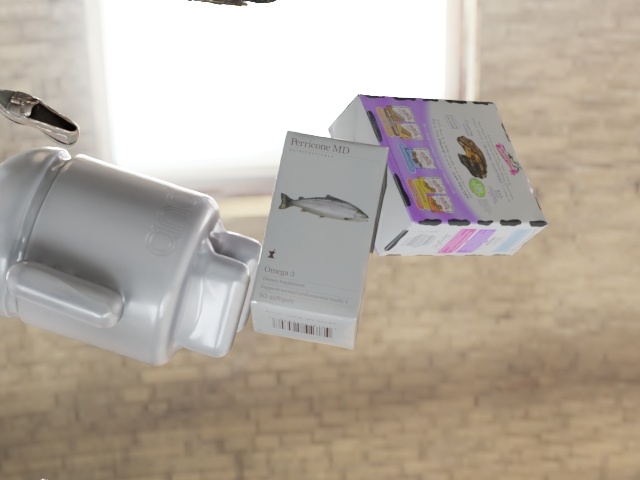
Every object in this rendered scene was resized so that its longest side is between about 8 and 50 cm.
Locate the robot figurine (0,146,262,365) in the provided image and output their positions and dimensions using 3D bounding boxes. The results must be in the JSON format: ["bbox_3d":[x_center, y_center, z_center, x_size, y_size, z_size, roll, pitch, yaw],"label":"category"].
[{"bbox_3d":[-0.246,0.015,2.013,0.354,0.199,0.300,17,-162,4],"label":"robot figurine"}]

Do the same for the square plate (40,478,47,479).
[{"bbox_3d":[-0.411,0.423,1.771,0.347,0.049,0.344,-27,-148,41],"label":"square plate"}]

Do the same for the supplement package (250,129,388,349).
[{"bbox_3d":[0.000,0.000,1.743,0.105,0.105,0.179,9,-109,4],"label":"supplement package"}]

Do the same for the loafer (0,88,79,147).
[{"bbox_3d":[-0.375,-0.169,2.390,0.125,0.039,0.045,29,-118,-8],"label":"loafer"}]

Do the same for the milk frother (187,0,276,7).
[{"bbox_3d":[-0.094,-0.322,1.939,0.143,0.134,0.129,9,-176,23],"label":"milk frother"}]

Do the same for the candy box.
[{"bbox_3d":[0.126,-0.068,1.927,0.196,0.070,0.164,1,-123,-38],"label":"candy box"}]
